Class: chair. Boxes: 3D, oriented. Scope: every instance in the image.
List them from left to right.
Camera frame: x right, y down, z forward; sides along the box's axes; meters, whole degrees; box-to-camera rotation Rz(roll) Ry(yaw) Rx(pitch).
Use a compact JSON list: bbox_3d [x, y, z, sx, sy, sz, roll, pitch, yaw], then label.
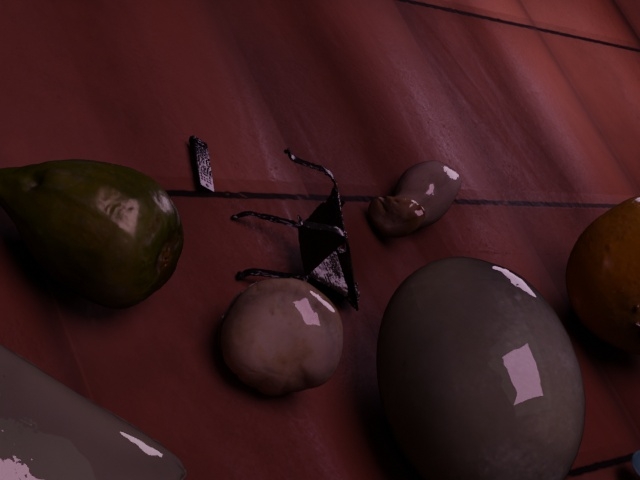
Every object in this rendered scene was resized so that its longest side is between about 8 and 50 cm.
[{"bbox_3d":[0.000,0.000,1.563,0.213,0.149,0.174,23,40,-34],"label":"chair"}]

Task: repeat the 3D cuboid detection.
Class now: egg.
[{"bbox_3d":[0.205,0.181,1.490,0.258,0.258,0.352,12,42,-37],"label":"egg"}]

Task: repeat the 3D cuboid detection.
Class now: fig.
[{"bbox_3d":[-0.261,-0.030,1.317,0.233,0.167,0.167,47,36,-9],"label":"fig"}]

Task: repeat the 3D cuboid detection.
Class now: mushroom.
[{"bbox_3d":[-0.048,0.120,1.417,0.154,0.122,0.154,1,85,-9],"label":"mushroom"},{"bbox_3d":[0.154,-0.069,1.821,0.097,0.088,0.212,42,42,10],"label":"mushroom"}]

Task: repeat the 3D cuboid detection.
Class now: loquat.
[{"bbox_3d":[0.550,0.068,1.938,0.275,0.275,0.274,26,41,-25],"label":"loquat"}]

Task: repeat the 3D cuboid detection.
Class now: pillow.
[{"bbox_3d":[-0.293,0.221,1.077,0.322,0.120,0.255,36,37,-14],"label":"pillow"}]

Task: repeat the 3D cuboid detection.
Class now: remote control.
[{"bbox_3d":[-0.166,-0.104,1.600,0.034,0.016,0.091,31,36,-45],"label":"remote control"}]

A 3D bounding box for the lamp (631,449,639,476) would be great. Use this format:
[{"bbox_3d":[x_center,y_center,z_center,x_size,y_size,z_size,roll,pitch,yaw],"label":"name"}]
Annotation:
[{"bbox_3d":[0.607,0.423,1.742,0.284,0.147,0.209,30,36,-21],"label":"lamp"}]
